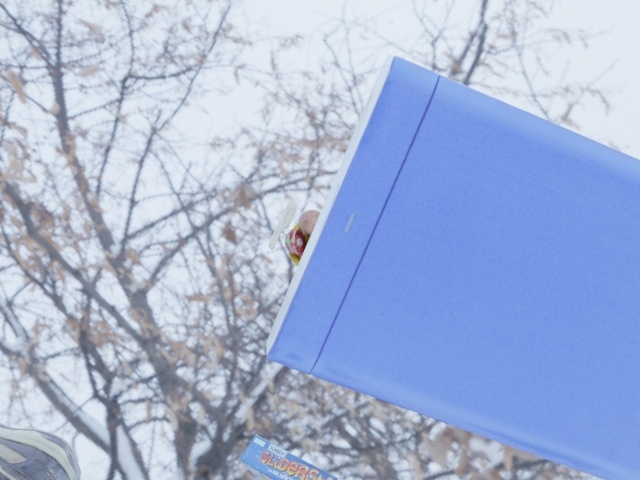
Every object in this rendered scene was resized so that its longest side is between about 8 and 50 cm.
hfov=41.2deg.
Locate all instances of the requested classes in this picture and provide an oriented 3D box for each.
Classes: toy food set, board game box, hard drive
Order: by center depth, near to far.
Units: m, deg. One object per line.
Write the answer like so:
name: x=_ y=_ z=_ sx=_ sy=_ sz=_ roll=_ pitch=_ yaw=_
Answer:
hard drive: x=0.151 y=0.036 z=0.568 sx=0.319 sy=0.040 sz=0.210 roll=21 pitch=-78 yaw=-9
board game box: x=0.004 y=0.304 z=0.970 sx=0.035 sy=0.136 sz=0.201 roll=-55 pitch=-37 yaw=-22
toy food set: x=0.000 y=0.000 z=1.681 sx=0.128 sy=0.218 sz=0.071 roll=-58 pitch=-14 yaw=-17

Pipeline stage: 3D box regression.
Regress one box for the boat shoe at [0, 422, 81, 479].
boat shoe: x=-0.583 y=0.382 z=1.446 sx=0.130 sy=0.356 sz=0.132 roll=-57 pitch=-40 yaw=-50
